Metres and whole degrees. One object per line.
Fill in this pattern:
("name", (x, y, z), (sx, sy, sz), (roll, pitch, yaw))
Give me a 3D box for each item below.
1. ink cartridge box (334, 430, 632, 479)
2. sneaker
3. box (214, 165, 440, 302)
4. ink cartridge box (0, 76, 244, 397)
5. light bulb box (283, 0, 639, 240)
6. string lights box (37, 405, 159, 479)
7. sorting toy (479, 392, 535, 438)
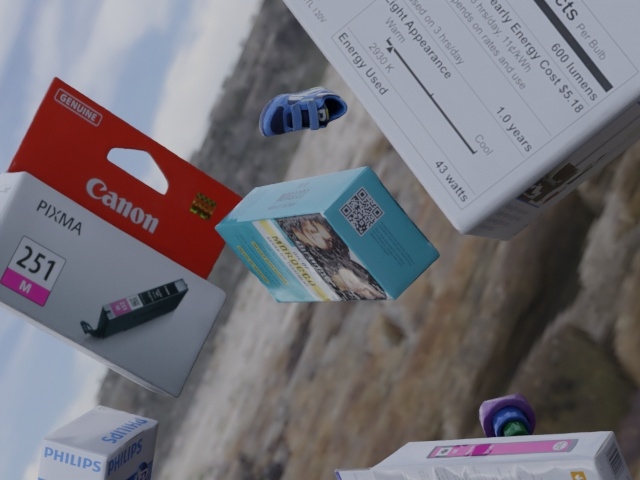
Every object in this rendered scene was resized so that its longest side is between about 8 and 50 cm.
("ink cartridge box", (0.203, 0.321, 1.936), (0.371, 0.176, 0.069), (-10, 23, 37))
("sneaker", (-0.024, -0.182, 2.342), (0.144, 0.059, 0.053), (-25, -55, -34))
("box", (0.000, 0.000, 1.445), (0.060, 0.100, 0.244), (-45, 15, -20))
("ink cartridge box", (-0.212, -0.001, 1.714), (0.060, 0.275, 0.239), (5, 66, 56))
("light bulb box", (0.165, -0.245, 1.302), (0.361, 0.358, 0.225), (-38, -10, 11))
("string lights box", (-0.241, 0.316, 1.702), (0.133, 0.076, 0.260), (-26, -53, -70))
("sorting toy", (0.296, 0.359, 2.007), (0.127, 0.365, 0.126), (-25, 16, 3))
